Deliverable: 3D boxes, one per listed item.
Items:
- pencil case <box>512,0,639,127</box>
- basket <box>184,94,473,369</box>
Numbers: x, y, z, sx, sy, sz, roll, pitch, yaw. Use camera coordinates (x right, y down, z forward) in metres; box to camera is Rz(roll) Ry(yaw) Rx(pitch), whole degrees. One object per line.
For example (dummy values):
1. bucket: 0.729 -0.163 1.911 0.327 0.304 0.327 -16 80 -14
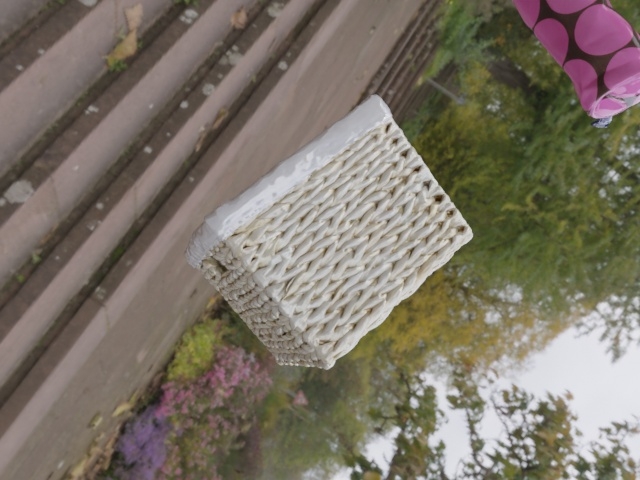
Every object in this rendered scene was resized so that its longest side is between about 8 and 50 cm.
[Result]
1. pencil case: 0.263 -0.224 0.633 0.098 0.209 0.095 -14 161 -30
2. basket: 0.000 0.000 0.991 0.331 0.266 0.328 -41 -176 -20
